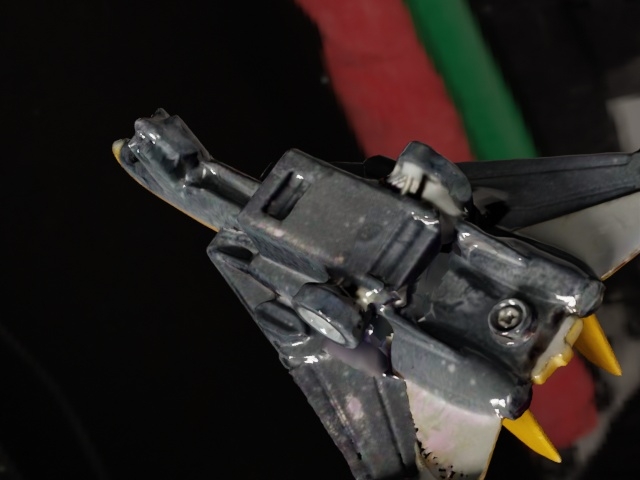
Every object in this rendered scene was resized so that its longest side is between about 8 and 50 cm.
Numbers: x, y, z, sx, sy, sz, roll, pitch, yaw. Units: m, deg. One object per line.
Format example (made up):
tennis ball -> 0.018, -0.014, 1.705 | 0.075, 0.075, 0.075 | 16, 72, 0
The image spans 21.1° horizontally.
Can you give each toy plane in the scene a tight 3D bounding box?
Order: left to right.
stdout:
toy plane -> -0.004, -0.007, 0.811 | 0.204, 0.316, 0.103 | -52, -34, -14
